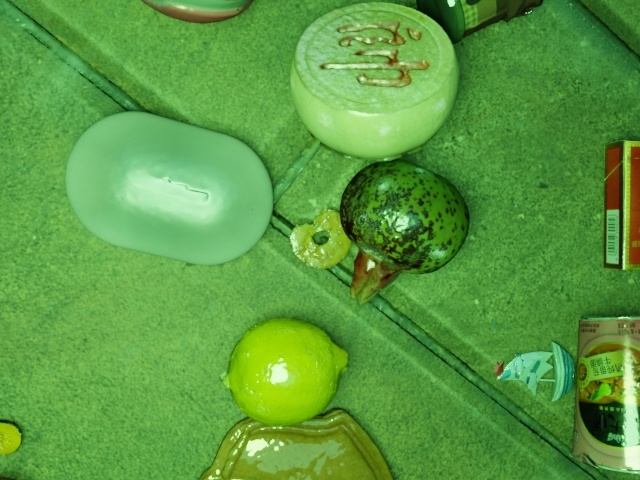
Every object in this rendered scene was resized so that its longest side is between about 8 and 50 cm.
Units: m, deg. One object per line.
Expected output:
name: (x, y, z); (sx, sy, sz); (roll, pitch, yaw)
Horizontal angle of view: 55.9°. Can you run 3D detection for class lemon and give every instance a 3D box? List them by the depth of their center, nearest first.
lemon: (-0.055, 0.212, 0.980); (0.206, 0.173, 0.174); (-8, 93, 2)

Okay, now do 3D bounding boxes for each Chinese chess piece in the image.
Chinese chess piece: (0.085, -0.258, 0.967); (0.270, 0.112, 0.270); (-1, 60, 2)

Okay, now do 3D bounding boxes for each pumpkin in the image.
pumpkin: (-0.521, 0.314, 0.984); (0.083, 0.028, 0.050); (18, 90, 0)

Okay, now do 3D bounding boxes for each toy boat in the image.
toy boat: (0.404, 0.234, 1.127); (0.149, 0.034, 0.105); (23, 91, 4)

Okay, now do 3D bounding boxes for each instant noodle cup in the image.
instant noodle cup: (0.549, 0.258, 1.060); (0.244, 0.244, 0.255); (-1, 82, -9)

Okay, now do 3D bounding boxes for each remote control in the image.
remote control: (-0.240, -0.081, 0.978); (0.332, 0.103, 0.221); (14, 95, -8)

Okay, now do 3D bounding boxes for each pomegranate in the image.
pomegranate: (0.116, -0.008, 0.989); (0.214, 0.214, 0.248); (30, 96, -8)

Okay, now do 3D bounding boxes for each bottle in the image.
bottle: (0.303, -0.454, 1.034); (0.271, 0.143, 0.156); (-27, 121, -4)

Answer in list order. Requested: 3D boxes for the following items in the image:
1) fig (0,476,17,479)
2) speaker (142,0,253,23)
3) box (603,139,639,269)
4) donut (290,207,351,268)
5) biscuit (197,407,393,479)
fig: (-0.514, 0.465, 0.918); (0.205, 0.205, 0.205); (0, 91, -9)
speaker: (-0.181, -0.478, 0.887); (0.294, 0.294, 0.294); (0, 91, -9)
box: (0.615, -0.065, 1.127); (0.153, 0.074, 0.240); (-1, 92, -5)
donut: (0.000, 0.000, 1.047); (0.108, 0.043, 0.097); (-25, 95, -9)
biscuit: (-0.064, 0.499, 1.043); (0.349, 0.078, 0.455); (33, 86, -12)
